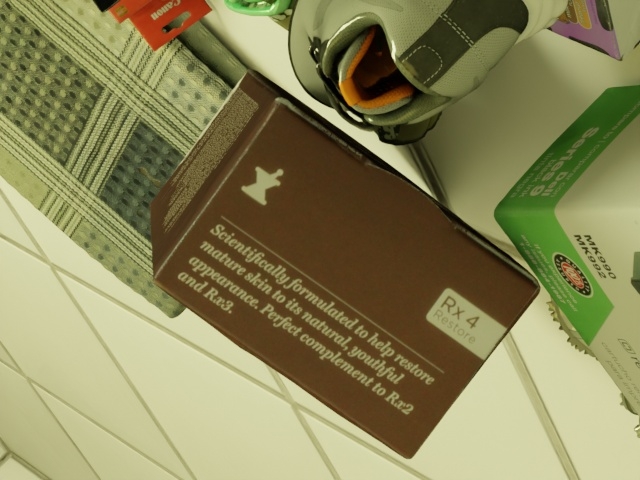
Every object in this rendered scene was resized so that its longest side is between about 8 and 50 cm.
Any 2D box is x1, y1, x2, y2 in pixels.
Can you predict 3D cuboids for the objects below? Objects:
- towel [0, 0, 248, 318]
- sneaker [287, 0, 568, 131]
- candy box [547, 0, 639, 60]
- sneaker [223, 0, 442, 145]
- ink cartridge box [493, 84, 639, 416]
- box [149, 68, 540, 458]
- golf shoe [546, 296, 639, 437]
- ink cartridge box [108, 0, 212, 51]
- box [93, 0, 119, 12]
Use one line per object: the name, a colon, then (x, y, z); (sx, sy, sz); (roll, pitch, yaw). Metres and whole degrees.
towel: (-0.184, -0.113, 1.654); (0.324, 0.056, 0.312); (41, 142, 2)
sneaker: (0.030, -0.109, 1.051); (0.100, 0.108, 0.271); (44, 164, -10)
candy box: (0.087, -0.203, 1.009); (0.196, 0.070, 0.165); (30, 156, 36)
sneaker: (-0.079, -0.199, 1.189); (0.410, 0.182, 0.158); (53, 159, -21)
ink cartridge box: (0.257, 0.023, 1.035); (0.211, 0.121, 0.289); (52, 160, -16)
box: (0.000, 0.000, 1.273); (0.191, 0.143, 0.381); (36, -178, -8)
golf shoe: (0.223, 0.061, 1.307); (0.086, 0.069, 0.176); (-18, 120, 47)
ink cartridge box: (-0.142, -0.203, 1.491); (0.115, 0.063, 0.029); (52, -165, -17)
box: (-0.165, -0.252, 1.321); (0.156, 0.093, 0.158); (51, -176, -15)
